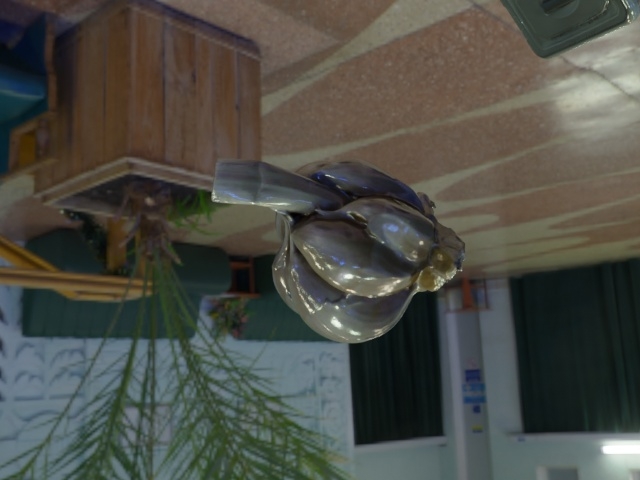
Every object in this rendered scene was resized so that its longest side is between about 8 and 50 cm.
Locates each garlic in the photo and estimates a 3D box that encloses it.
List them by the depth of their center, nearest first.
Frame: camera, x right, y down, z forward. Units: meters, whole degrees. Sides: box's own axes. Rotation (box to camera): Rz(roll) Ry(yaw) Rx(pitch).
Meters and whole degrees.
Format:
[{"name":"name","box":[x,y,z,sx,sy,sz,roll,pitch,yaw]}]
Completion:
[{"name":"garlic","box":[0.000,0.000,0.533,0.194,0.131,0.127,18,132,-43]}]

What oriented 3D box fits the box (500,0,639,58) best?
[{"name":"box","box":[0.219,-0.218,0.631,0.062,0.089,0.122,-41,-169,-21]}]
